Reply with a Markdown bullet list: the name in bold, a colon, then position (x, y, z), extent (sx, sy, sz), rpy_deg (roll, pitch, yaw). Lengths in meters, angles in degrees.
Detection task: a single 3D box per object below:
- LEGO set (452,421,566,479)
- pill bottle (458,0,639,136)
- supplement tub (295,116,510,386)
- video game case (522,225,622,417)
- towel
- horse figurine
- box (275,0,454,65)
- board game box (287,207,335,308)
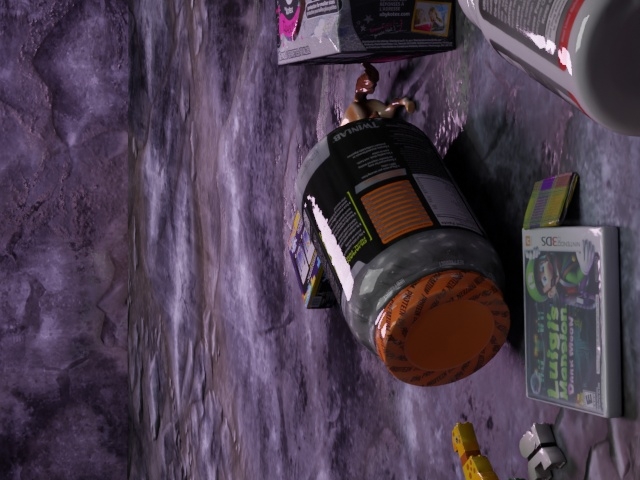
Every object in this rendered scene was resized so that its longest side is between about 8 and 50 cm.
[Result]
- **LEGO set**: position (0.185, 0.261, 1.572), extent (0.227, 0.087, 0.093), rpy_deg (117, 146, -53)
- **pill bottle**: position (0.239, -0.214, 1.250), extent (0.283, 0.161, 0.161), rpy_deg (-127, 39, -59)
- **supplement tub**: position (0.097, 0.011, 1.635), extent (0.316, 0.193, 0.194), rpy_deg (-113, 28, -47)
- **video game case**: position (0.259, 0.080, 1.436), extent (0.173, 0.022, 0.190), rpy_deg (-178, 86, -71)
- **towel**: position (0.242, -0.040, 1.460), extent (0.083, 0.009, 0.060), rpy_deg (-14, 56, 70)
- **horse figurine**: position (0.068, -0.119, 1.909), extent (0.174, 0.066, 0.263), rpy_deg (-154, 62, -62)
- **box**: position (0.049, -0.306, 1.786), extent (0.247, 0.163, 0.142), rpy_deg (-172, 79, -70)
- **board game box**: position (0.000, 0.000, 2.143), extent (0.170, 0.048, 0.141), rpy_deg (108, 155, -46)
